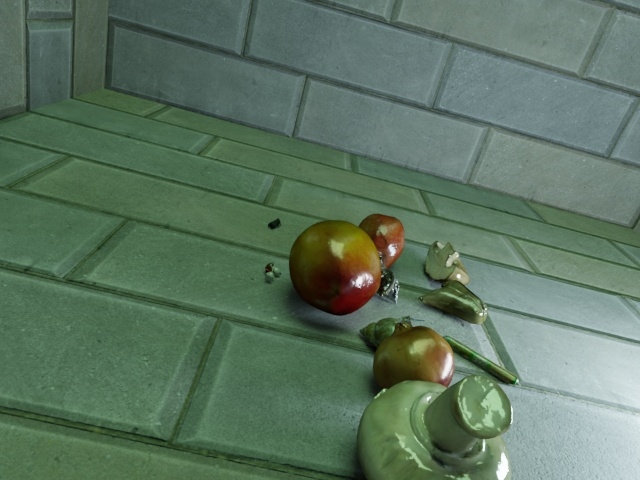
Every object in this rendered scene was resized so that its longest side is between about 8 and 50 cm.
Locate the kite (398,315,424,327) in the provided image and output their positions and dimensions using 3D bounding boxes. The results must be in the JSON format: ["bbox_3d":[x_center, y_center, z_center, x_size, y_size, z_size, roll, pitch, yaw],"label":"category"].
[{"bbox_3d":[0.296,0.293,1.511,0.160,0.010,0.183,12,25,-11],"label":"kite"}]

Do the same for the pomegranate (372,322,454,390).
[{"bbox_3d":[0.241,0.322,1.203,0.209,0.209,0.209,13,25,-6],"label":"pomegranate"}]

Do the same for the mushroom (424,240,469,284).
[{"bbox_3d":[0.530,0.110,1.888,0.151,0.156,0.285,31,21,-15],"label":"mushroom"}]

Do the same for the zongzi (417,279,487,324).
[{"bbox_3d":[0.471,0.232,1.651,0.197,0.099,0.194,-12,36,-28],"label":"zongzi"}]

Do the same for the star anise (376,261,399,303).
[{"bbox_3d":[0.218,0.134,1.645,0.209,0.089,0.231,34,13,-37],"label":"star anise"}]

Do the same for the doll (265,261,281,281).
[{"bbox_3d":[-0.171,0.109,1.584,0.058,0.040,0.085,33,28,11],"label":"doll"}]

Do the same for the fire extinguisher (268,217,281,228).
[{"bbox_3d":[-0.188,-0.070,1.957,0.038,0.025,0.083,57,30,-2],"label":"fire extinguisher"}]

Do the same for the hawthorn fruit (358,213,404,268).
[{"bbox_3d":[0.226,0.017,1.815,0.211,0.210,0.262,18,32,3],"label":"hawthorn fruit"}]

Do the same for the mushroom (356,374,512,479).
[{"bbox_3d":[0.240,0.430,0.929,0.315,0.315,0.356,9,-8,-16],"label":"mushroom"}]

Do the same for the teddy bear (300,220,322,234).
[{"bbox_3d":[0.007,0.013,1.813,0.133,0.111,0.213,-34,27,-5],"label":"teddy bear"}]

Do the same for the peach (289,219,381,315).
[{"bbox_3d":[0.045,0.087,1.451,0.308,0.307,0.332,16,20,-1],"label":"peach"}]

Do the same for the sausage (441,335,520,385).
[{"bbox_3d":[0.492,0.369,1.445,0.269,0.032,0.033,30,28,27],"label":"sausage"}]

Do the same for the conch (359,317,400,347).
[{"bbox_3d":[0.210,0.290,1.362,0.173,0.106,0.116,44,-4,10],"label":"conch"}]
